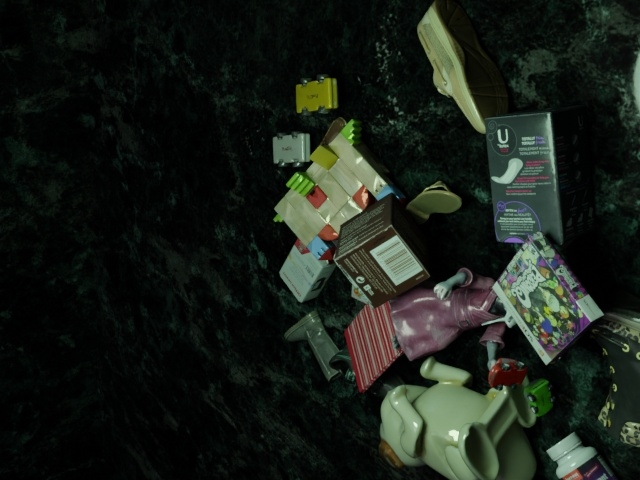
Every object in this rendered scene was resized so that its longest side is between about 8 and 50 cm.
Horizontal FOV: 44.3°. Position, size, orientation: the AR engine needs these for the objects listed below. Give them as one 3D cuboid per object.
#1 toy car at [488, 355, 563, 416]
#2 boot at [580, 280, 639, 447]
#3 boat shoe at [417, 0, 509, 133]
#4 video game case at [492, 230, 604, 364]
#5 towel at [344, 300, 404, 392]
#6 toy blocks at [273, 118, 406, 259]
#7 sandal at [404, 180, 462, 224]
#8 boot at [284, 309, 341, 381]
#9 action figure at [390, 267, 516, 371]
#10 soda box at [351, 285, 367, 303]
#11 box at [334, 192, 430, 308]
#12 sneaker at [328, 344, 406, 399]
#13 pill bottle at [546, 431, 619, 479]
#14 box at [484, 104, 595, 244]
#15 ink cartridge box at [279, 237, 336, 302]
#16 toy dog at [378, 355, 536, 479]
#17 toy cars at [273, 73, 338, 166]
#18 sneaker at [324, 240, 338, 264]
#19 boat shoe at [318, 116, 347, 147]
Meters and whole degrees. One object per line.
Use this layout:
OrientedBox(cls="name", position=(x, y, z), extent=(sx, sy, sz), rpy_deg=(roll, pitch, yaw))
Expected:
OrientedBox(cls="toy car", position=(0.483, 0.310, 1.789), extent=(0.053, 0.239, 0.225), rpy_deg=(43, 158, 52))
OrientedBox(cls="boot", position=(0.617, 0.253, 1.631), extent=(0.377, 0.138, 0.284), rpy_deg=(18, 116, 39))
OrientedBox(cls="boat shoe", position=(0.318, -0.378, 1.774), extent=(0.110, 0.121, 0.341), rpy_deg=(-42, 61, 52))
OrientedBox(cls="video game case", position=(0.464, 0.123, 1.632), extent=(0.210, 0.042, 0.232), rpy_deg=(59, 158, 22))
OrientedBox(cls="towel", position=(0.145, 0.270, 2.124), extent=(0.275, 0.031, 0.199), rpy_deg=(123, 139, -49))
OrientedBox(cls="toy blocks", position=(0.064, -0.092, 2.095), extent=(0.381, 0.190, 0.261), rpy_deg=(-47, 73, 24))
OrientedBox(cls="sandal", position=(0.279, -0.110, 1.939), extent=(0.088, 0.079, 0.240), rpy_deg=(31, 158, -12))
OrientedBox(cls="boot", position=(-0.011, 0.341, 2.439), extent=(0.208, 0.076, 0.189), rpy_deg=(56, 140, 9))
OrientedBox(cls="action figure", position=(0.354, 0.174, 1.900), extent=(0.370, 0.276, 0.248), rpy_deg=(-12, 104, 31))
OrientedBox(cls="soda box", position=(0.170, 0.153, 2.160), extent=(0.183, 0.063, 0.058), rpy_deg=(25, 120, 41))
OrientedBox(cls="box", position=(0.153, 0.023, 1.920), extent=(0.167, 0.203, 0.168), rpy_deg=(-33, 108, 19))
OrientedBox(cls="sneaker", position=(0.136, 0.401, 2.254), extent=(0.267, 0.106, 0.101), rpy_deg=(33, 125, 36))
OrientedBox(cls="pill bottle", position=(0.599, 0.532, 1.762), extent=(0.193, 0.108, 0.108), rpy_deg=(55, 137, 20))
OrientedBox(cls="box", position=(0.463, -0.138, 1.658), extent=(0.165, 0.143, 0.270), rpy_deg=(3, 106, 47))
OrientedBox(cls="ink cartridge box", position=(-0.037, 0.080, 2.365), extent=(0.127, 0.072, 0.175), rpy_deg=(52, 136, 23))
OrientedBox(cls="toy dog", position=(0.325, 0.473, 1.974), extent=(0.408, 0.284, 0.395), rpy_deg=(-1, 132, 49))
OrientedBox(cls="toy cars", position=(-0.028, -0.328, 2.209), extent=(0.394, 0.087, 0.176), rpy_deg=(-59, 44, 46))
OrientedBox(cls="sneaker", position=(0.000, 0.000, 2.269), extent=(0.290, 0.106, 0.123), rpy_deg=(32, 123, 37))
OrientedBox(cls="boat shoe", position=(0.029, -0.257, 2.182), extent=(0.064, 0.060, 0.178), rpy_deg=(44, 132, 31))
